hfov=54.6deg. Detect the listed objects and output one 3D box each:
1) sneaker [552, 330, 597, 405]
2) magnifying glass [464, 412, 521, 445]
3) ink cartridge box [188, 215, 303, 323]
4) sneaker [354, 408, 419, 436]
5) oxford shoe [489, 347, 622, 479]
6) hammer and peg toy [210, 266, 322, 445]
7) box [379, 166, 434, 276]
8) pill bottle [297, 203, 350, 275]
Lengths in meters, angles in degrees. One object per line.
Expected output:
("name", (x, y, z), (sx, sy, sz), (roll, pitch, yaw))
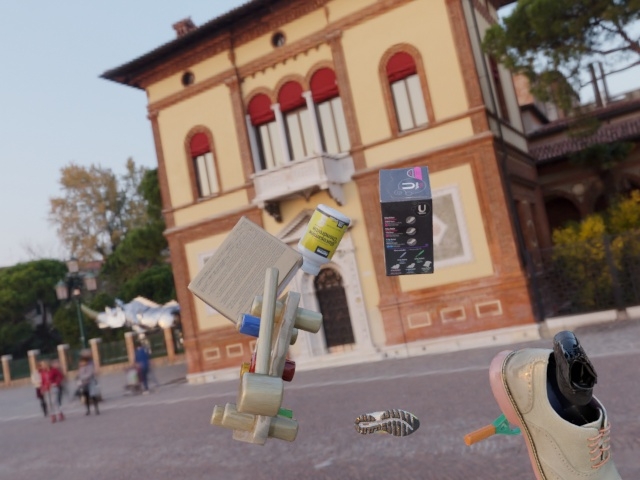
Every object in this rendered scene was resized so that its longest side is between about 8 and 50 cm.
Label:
("sneaker", (0.391, 0.207, 0.950), (0.051, 0.170, 0.089), (-18, 22, 11))
("magnifying glass", (0.481, 0.497, 1.659), (0.230, 0.092, 0.026), (-11, 21, -26))
("ink cartridge box", (-0.186, 0.088, 1.574), (0.235, 0.193, 0.088), (-53, -10, -15))
("sneaker", (0.218, 0.574, 1.969), (0.208, 0.082, 0.094), (-5, -12, 25))
("oxford shoe", (0.465, 0.372, 1.128), (0.140, 0.397, 0.146), (-36, 0, -32))
("hammer and peg toy", (-0.083, 0.213, 1.064), (0.127, 0.266, 0.361), (17, -20, -10))
("box", (0.245, -0.052, 1.759), (0.143, 0.271, 0.165), (-4, 39, 7))
("pill bottle", (0.000, 0.000, 1.721), (0.103, 0.184, 0.103), (26, 7, -4))
